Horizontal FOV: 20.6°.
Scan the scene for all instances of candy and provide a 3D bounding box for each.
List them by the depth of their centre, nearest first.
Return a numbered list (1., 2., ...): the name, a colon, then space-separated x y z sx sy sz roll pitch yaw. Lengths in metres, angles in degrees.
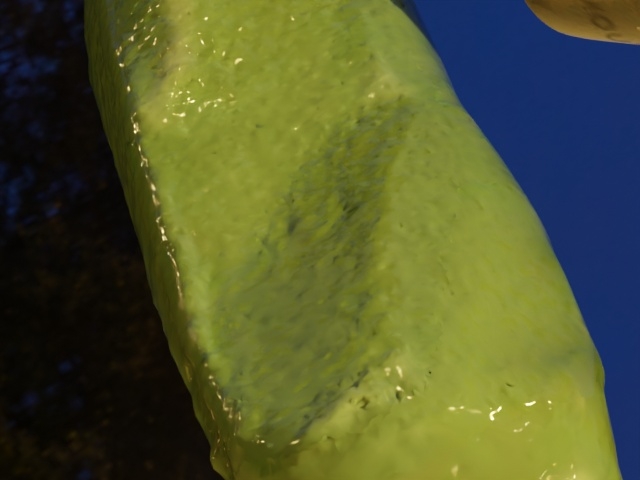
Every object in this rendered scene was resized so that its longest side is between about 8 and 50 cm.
1. candy: 0.000 0.000 0.609 0.343 0.132 0.142 -111 -158 -52

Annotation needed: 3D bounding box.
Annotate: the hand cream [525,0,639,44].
1. hand cream: 0.120 -0.055 0.312 0.234 0.050 0.080 11 -37 44
